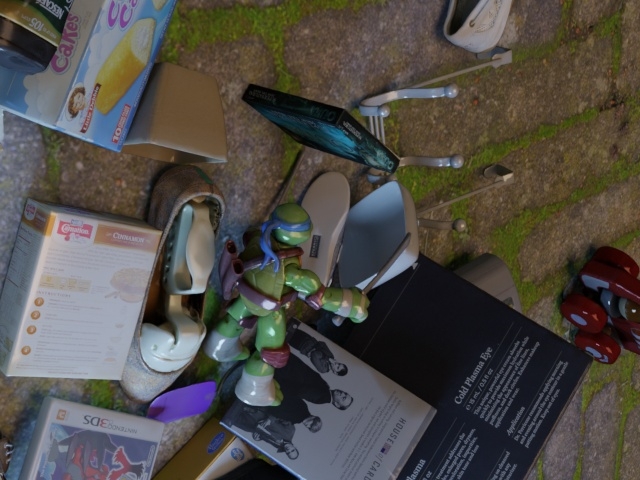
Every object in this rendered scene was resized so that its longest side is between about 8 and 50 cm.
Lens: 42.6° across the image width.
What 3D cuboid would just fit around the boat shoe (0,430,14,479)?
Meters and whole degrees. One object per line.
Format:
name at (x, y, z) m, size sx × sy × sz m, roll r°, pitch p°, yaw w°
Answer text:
boat shoe at (-0.376, 0.238, 0.908) m, size 0.066 × 0.066 × 0.183 m, roll -45°, pitch 131°, yaw -23°

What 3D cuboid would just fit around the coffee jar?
coffee jar at (-0.244, -0.237, 0.694) m, size 0.184 × 0.079 × 0.096 m, roll -66°, pitch 169°, yaw 2°

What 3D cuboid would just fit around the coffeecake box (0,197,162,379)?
coffeecake box at (-0.277, 0.058, 0.931) m, size 0.142 × 0.068 × 0.186 m, roll 12°, pitch 97°, yaw -44°

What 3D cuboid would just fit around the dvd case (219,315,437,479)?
dvd case at (0.011, 0.239, 1.113) m, size 0.179 × 0.238 × 0.029 m, roll -55°, pitch 170°, yaw -16°

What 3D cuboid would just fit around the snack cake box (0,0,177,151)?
snack cake box at (-0.219, -0.234, 0.816) m, size 0.152 × 0.089 × 0.264 m, roll 13°, pitch 99°, yaw -83°

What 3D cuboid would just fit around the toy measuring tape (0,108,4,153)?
toy measuring tape at (-0.345, -0.233, 0.763) m, size 0.121 × 0.121 × 0.330 m, roll -24°, pitch 143°, yaw -35°

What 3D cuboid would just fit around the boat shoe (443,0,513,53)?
boat shoe at (0.252, -0.424, 1.226) m, size 0.096 × 0.098 × 0.277 m, roll 3°, pitch 105°, yaw -44°

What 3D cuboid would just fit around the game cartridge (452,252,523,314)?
game cartridge at (0.279, 0.179, 1.463) m, size 0.196 × 0.060 × 0.294 m, roll -30°, pitch 121°, yaw -27°

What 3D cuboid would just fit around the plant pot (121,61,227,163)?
plant pot at (-0.173, -0.145, 0.935) m, size 0.109 × 0.109 × 0.096 m, roll 10°, pitch 85°, yaw -44°

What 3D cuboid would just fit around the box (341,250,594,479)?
box at (0.167, 0.241, 1.219) m, size 0.343 × 0.312 × 0.179 m, roll -55°, pitch 170°, yaw -12°

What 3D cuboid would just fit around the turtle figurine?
turtle figurine at (-0.030, 0.064, 1.065) m, size 0.266 × 0.197 × 0.275 m, roll -64°, pitch 174°, yaw 25°

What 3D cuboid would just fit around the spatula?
spatula at (-0.113, 0.180, 1.150) m, size 0.296 × 0.030 × 0.084 m, roll -28°, pitch 152°, yaw -38°

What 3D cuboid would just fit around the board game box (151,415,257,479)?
board game box at (-0.192, 0.442, 1.156) m, size 0.316 × 0.064 × 0.242 m, roll -44°, pitch 130°, yaw -22°

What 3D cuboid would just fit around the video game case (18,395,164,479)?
video game case at (-0.282, 0.302, 0.984) m, size 0.183 × 0.023 × 0.201 m, roll 29°, pitch 70°, yaw -49°

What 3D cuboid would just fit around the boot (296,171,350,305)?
boot at (0.000, 0.000, 1.184) m, size 0.086 × 0.069 × 0.190 m, roll 69°, pitch 36°, yaw -74°

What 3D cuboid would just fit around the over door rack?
over door rack at (0.208, -0.148, 1.282) m, size 0.324 × 0.108 × 0.240 m, roll -28°, pitch 123°, yaw -33°

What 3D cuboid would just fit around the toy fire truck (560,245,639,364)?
toy fire truck at (0.667, 0.161, 1.721) m, size 0.169 × 0.254 × 0.302 m, roll -51°, pitch 133°, yaw -17°

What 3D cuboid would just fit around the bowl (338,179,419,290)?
bowl at (0.089, -0.001, 1.173) m, size 0.053 × 0.142 × 0.142 m, roll 23°, pitch 49°, yaw -32°

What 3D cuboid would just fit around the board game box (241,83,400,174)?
board game box at (0.000, -0.141, 1.033) m, size 0.126 × 0.186 × 0.026 m, roll 34°, pitch 84°, yaw -44°

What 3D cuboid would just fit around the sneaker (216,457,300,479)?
sneaker at (-0.093, 0.347, 1.104) m, size 0.170 × 0.089 × 0.051 m, roll -28°, pitch 123°, yaw -33°

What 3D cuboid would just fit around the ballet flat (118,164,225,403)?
ballet flat at (-0.180, 0.067, 0.999) m, size 0.107 × 0.106 × 0.316 m, roll 0°, pitch 106°, yaw -39°
